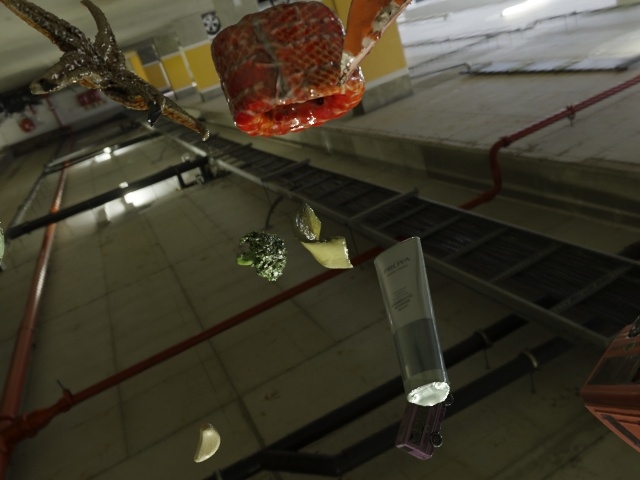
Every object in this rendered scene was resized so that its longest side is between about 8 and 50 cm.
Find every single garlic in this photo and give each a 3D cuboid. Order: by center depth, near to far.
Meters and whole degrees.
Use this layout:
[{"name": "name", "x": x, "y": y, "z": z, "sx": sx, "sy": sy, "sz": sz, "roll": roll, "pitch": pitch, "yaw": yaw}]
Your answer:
[{"name": "garlic", "x": -0.243, "y": 0.430, "z": 1.136, "sx": 0.053, "sy": 0.084, "sz": 0.041, "roll": 1, "pitch": -167, "yaw": -40}]

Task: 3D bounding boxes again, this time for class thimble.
[{"name": "thimble", "x": -0.072, "y": -0.401, "z": 1.275, "sx": 0.349, "sy": 0.231, "sz": 0.350, "roll": -19, "pitch": 179, "yaw": 0}]

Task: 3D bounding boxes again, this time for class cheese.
[{"name": "cheese", "x": 0.000, "y": 0.001, "z": 0.613, "sx": 0.041, "sy": 0.060, "sz": 0.084, "roll": -41, "pitch": -121, "yaw": -6}]

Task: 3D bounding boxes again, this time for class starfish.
[{"name": "starfish", "x": -0.214, "y": -0.176, "z": 0.538, "sx": 0.057, "sy": 0.213, "sz": 0.238, "roll": -48, "pitch": -135, "yaw": 17}]

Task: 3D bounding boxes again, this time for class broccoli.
[{"name": "broccoli", "x": -0.103, "y": 0.027, "z": 0.941, "sx": 0.091, "sy": 0.095, "sz": 0.097, "roll": -2, "pitch": -176, "yaw": 21}]

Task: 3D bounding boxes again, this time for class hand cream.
[{"name": "hand cream", "x": 0.120, "y": 0.093, "z": 0.701, "sx": 0.079, "sy": 0.048, "sz": 0.255, "roll": -28, "pitch": -141, "yaw": 20}]

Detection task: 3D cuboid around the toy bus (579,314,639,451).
[{"name": "toy bus", "x": 0.585, "y": 0.228, "z": 0.812, "sx": 0.233, "sy": 0.203, "sz": 0.427, "roll": -47, "pitch": 165, "yaw": -7}]

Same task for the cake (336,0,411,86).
[{"name": "cake", "x": 0.106, "y": -0.438, "z": 1.064, "sx": 0.135, "sy": 0.288, "sz": 0.098, "roll": 20, "pitch": -172, "yaw": -10}]

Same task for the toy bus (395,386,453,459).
[{"name": "toy bus", "x": 0.247, "y": 0.422, "z": 1.270, "sx": 0.098, "sy": 0.087, "sz": 0.179, "roll": 23, "pitch": -118, "yaw": 2}]

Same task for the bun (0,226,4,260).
[{"name": "bun", "x": -0.585, "y": 0.001, "z": 0.799, "sx": 0.118, "sy": 0.196, "sz": 0.195, "roll": -5, "pitch": -155, "yaw": 11}]
